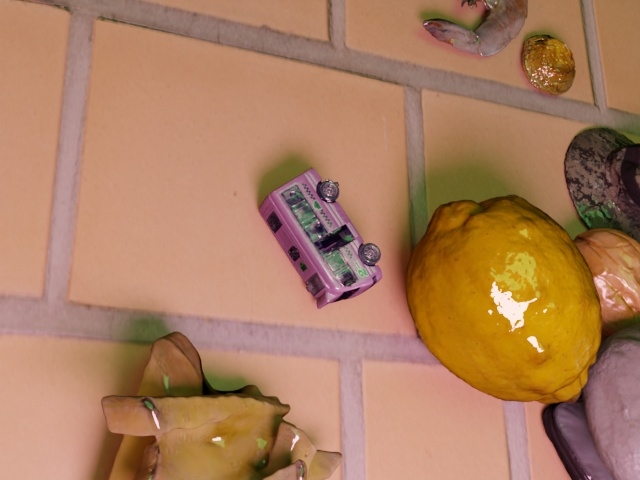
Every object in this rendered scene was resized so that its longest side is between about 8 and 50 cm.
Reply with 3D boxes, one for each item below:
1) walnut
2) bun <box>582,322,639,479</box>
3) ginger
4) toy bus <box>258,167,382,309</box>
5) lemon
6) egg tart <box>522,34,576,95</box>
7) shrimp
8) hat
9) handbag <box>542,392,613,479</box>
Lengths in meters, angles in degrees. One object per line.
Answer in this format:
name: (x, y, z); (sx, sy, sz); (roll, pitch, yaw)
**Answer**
walnut: (0.492, 0.076, 1.444); (0.159, 0.159, 0.206); (-40, 90, -30)
bun: (0.570, 0.271, 1.285); (0.355, 0.194, 0.354); (16, 49, -19)
ginger: (-0.124, 0.335, 1.037); (0.413, 0.211, 0.358); (46, 62, -3)
toy bus: (0.000, 0.000, 1.279); (0.108, 0.096, 0.198); (-30, 83, -26)
lemon: (0.271, 0.092, 1.277); (0.286, 0.285, 0.315); (-7, 100, -26)
egg tart: (0.438, -0.338, 1.629); (0.131, 0.052, 0.130); (7, 71, -23)
shrimp: (0.242, -0.459, 1.577); (0.361, 0.085, 0.246); (1, 78, -28)
hat: (0.586, -0.107, 1.569); (0.266, 0.128, 0.265); (7, 72, -21)
handbag: (0.495, 0.383, 1.347); (0.192, 0.075, 0.332); (-13, 63, -29)
